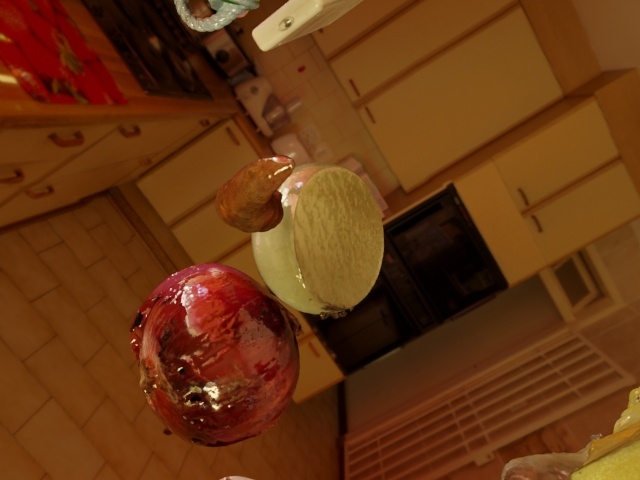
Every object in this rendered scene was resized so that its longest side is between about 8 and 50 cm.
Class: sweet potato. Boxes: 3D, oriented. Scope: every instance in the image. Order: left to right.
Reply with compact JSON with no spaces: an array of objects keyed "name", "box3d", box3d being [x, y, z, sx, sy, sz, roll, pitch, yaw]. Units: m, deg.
[{"name":"sweet potato","box3d":[-0.067,-0.039,0.477,0.255,0.078,0.058,148,-80,-84]}]

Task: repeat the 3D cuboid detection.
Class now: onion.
[{"name":"onion","box3d":[-0.152,0.167,0.710,0.276,0.276,0.276,56,9,-14]}]

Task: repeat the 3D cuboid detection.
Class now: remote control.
[{"name":"remote control","box3d":[0.001,-0.262,0.522,0.029,0.087,0.190,58,38,-16]}]

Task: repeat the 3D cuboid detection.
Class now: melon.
[{"name":"melon","box3d":[0.415,0.239,0.538,0.323,0.196,0.124,-7,61,-46]}]

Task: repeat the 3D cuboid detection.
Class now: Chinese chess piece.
[{"name":"Chinese chess piece","box3d":[0.000,0.000,0.703,0.238,0.092,0.238,5,83,-49]}]

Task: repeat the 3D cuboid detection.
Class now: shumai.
[{"name":"shumai","box3d":[0.429,0.418,0.770,0.225,0.222,0.260,31,-2,40]}]

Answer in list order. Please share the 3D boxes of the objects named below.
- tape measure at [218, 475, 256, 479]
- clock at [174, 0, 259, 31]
[{"name":"tape measure","box3d":[-0.181,0.666,1.041,0.258,0.130,0.265,15,24,-19]},{"name":"clock","box3d":[-0.133,-0.362,0.554,0.100,0.195,0.194,-23,90,-63]}]
